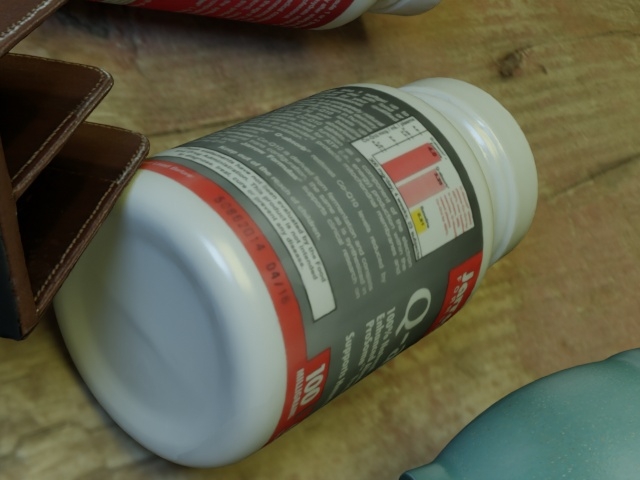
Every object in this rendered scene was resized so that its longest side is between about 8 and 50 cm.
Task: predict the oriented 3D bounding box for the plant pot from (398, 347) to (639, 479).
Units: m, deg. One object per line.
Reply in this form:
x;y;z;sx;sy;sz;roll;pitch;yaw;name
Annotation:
0.163;0.232;0.782;0.196;0.293;0.293;-7;62;-10;plant pot

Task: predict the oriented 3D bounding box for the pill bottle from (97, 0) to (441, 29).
-0.065;-0.311;1.002;0.408;0.229;0.229;0;60;-36;pill bottle

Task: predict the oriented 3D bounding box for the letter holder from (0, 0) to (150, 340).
-0.271;-0.084;0.634;0.302;0.152;0.214;7;35;11;letter holder

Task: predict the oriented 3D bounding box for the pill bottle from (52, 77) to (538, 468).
0.000;0.000;0.845;0.363;0.210;0.210;-28;79;-44;pill bottle
